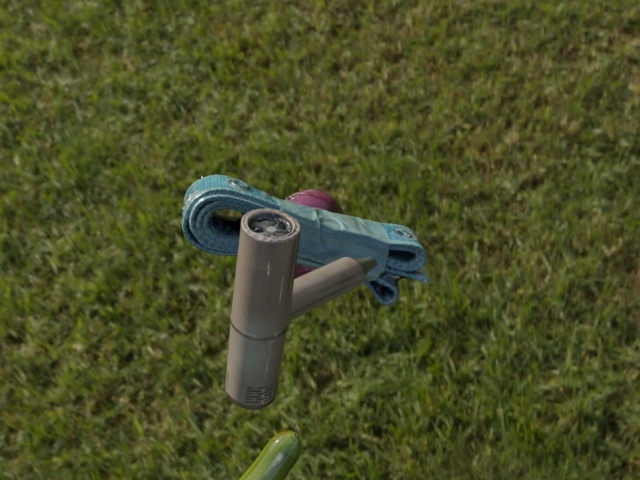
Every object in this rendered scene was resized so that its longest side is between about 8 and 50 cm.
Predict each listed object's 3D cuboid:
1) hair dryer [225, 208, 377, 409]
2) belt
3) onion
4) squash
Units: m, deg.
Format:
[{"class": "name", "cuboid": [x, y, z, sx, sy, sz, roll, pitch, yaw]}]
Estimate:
[{"class": "hair dryer", "cuboid": [-0.001, 0.031, 0.968, 0.053, 0.195, 0.220, 30, 41, 27]}, {"class": "belt", "cuboid": [-0.015, -0.001, 1.201, 0.302, 0.087, 0.072, 16, 16, -12]}, {"class": "onion", "cuboid": [-0.010, 0.002, 1.745, 0.153, 0.177, 0.177, 1, 55, 40]}, {"class": "squash", "cuboid": [-0.042, 0.172, 0.743, 0.083, 0.027, 0.027, -52, 58, 14]}]
